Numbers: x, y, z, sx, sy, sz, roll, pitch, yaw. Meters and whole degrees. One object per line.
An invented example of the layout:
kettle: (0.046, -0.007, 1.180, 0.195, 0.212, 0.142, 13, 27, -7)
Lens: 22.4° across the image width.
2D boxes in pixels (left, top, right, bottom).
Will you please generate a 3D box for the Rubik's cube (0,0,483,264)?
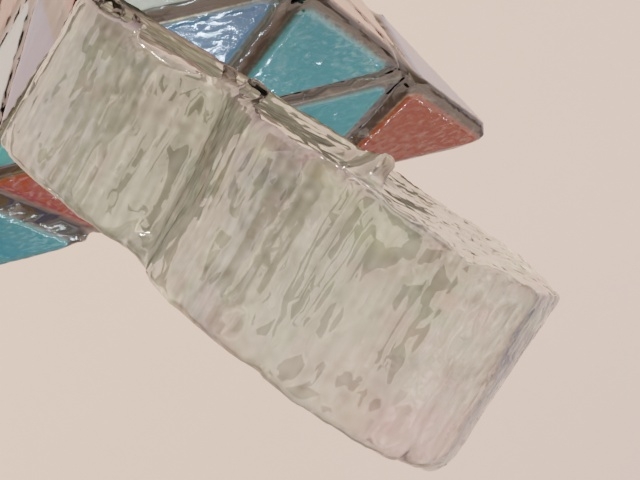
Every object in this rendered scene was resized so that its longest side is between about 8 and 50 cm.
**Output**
Rubik's cube: (-0.034, -0.093, 0.657, 0.250, 0.234, 0.284, 20, -100, -3)

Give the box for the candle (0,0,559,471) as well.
candle: (0.000, 0.000, 0.493, 0.168, 0.192, 0.068, 28, -82, -46)
